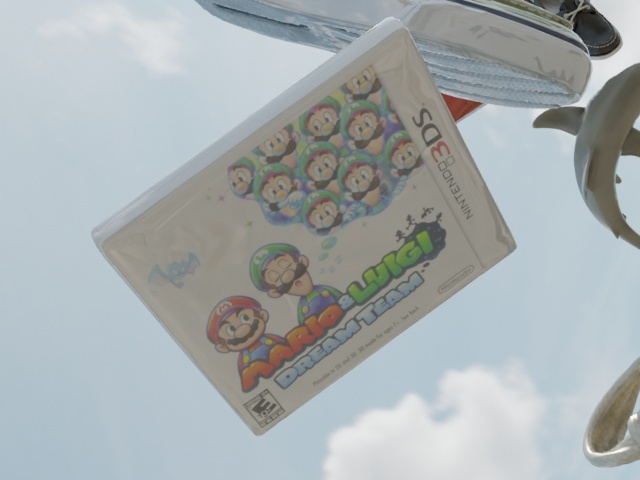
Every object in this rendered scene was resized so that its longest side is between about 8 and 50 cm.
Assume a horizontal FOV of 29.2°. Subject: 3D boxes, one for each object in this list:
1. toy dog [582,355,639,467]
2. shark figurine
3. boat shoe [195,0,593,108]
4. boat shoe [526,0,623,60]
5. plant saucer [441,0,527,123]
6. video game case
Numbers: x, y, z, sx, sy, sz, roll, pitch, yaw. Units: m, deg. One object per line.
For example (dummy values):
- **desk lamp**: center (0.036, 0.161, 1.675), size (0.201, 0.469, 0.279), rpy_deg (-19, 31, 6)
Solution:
- **toy dog**: center (0.293, 0.075, 0.627), size (0.161, 0.220, 0.334), rpy_deg (31, -66, -6)
- **shark figurine**: center (0.330, -0.058, 1.402), size (0.116, 0.166, 0.278), rpy_deg (-59, -45, -52)
- **boat shoe**: center (0.046, -0.172, 0.837), size (0.094, 0.302, 0.109), rpy_deg (-67, -20, -6)
- **boat shoe**: center (0.228, -0.208, 1.119), size (0.046, 0.125, 0.038), rpy_deg (-33, -44, 0)
- **plant saucer**: center (0.176, -0.297, 1.408), size (0.259, 0.047, 0.258), rpy_deg (-33, -85, -32)
- **video game case**: center (0.000, 0.000, 0.549), size (0.157, 0.019, 0.143), rpy_deg (-36, -51, -3)
